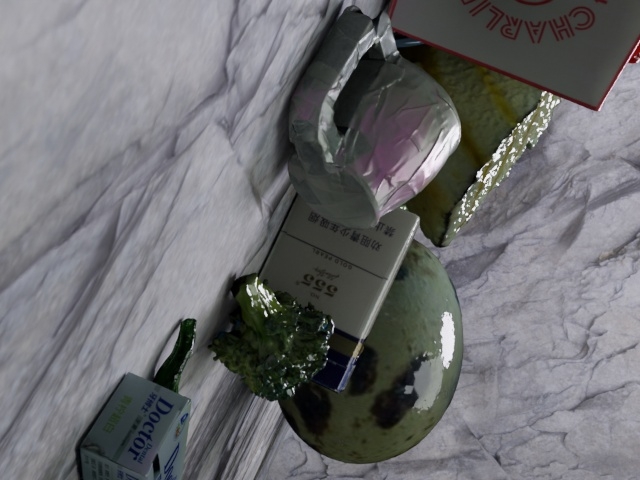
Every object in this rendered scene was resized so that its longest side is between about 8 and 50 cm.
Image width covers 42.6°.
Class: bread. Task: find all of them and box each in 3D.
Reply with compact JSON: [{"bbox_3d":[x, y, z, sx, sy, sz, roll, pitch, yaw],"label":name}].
[{"bbox_3d":[0.197,-0.206,1.259,0.395,0.264,0.239,-45,167,-28],"label":"bread"}]

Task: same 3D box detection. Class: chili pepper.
[{"bbox_3d":[-0.145,0.134,0.791,0.055,0.035,0.118,-87,-171,-73],"label":"chili pepper"}]

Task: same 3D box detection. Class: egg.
[{"bbox_3d":[0.094,0.196,1.513,0.345,0.345,0.428,64,51,-81],"label":"egg"}]

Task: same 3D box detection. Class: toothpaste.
[{"bbox_3d":[-0.180,0.250,0.792,0.336,0.067,0.081,107,7,-50],"label":"toothpaste"}]

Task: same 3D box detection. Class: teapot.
[{"bbox_3d":[0.054,-0.114,0.892,0.178,0.163,0.221,-54,169,-26],"label":"teapot"}]

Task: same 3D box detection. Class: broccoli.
[{"bbox_3d":[-0.064,0.103,0.974,0.160,0.154,0.167,62,38,-28],"label":"broccoli"}]

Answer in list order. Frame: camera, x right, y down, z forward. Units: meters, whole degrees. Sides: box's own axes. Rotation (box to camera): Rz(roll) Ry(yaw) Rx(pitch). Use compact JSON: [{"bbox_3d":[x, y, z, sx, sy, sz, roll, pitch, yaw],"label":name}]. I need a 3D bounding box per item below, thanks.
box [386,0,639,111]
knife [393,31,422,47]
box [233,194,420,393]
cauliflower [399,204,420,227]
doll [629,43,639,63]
[{"bbox_3d":[0.298,-0.414,1.056,0.312,0.314,0.300,107,7,-49],"label":"box"},{"bbox_3d":[0.221,-0.305,1.169,0.313,0.044,0.019,-15,165,-20],"label":"knife"},{"bbox_3d":[0.007,0.054,1.096,0.259,0.168,0.071,-64,172,-2],"label":"box"},{"bbox_3d":[0.188,-0.110,1.494,0.275,0.250,0.272,-15,-149,49],"label":"cauliflower"},{"bbox_3d":[0.480,-0.342,1.028,0.384,0.099,0.188,110,1,-88],"label":"doll"}]
